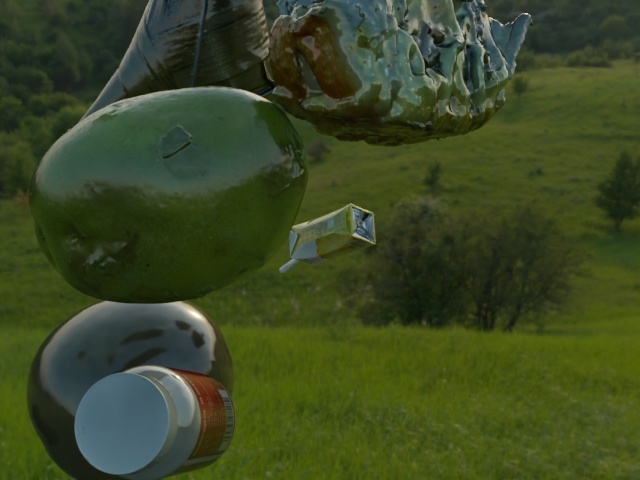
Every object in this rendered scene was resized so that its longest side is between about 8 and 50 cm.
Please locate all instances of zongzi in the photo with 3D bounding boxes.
[{"bbox_3d":[-0.222,-0.289,0.983,0.300,0.286,0.138,-15,29,-9],"label":"zongzi"}]

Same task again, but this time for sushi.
[{"bbox_3d":[0.077,-0.184,0.679,0.140,0.184,0.274,-1,1,42],"label":"sushi"}]

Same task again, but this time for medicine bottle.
[{"bbox_3d":[-0.191,0.219,0.877,0.131,0.131,0.250,6,-13,10],"label":"medicine bottle"}]

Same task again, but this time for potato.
[{"bbox_3d":[-0.134,-0.038,0.638,0.253,0.186,0.148,-28,-9,8],"label":"potato"}]

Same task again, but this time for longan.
[{"bbox_3d":[-0.329,0.260,1.295,0.361,0.360,0.361,2,22,-1],"label":"longan"}]

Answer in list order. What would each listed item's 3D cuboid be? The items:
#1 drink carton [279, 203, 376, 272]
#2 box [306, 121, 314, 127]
[{"bbox_3d":[0.000,0.000,1.271,0.200,0.074,0.084,-19,-25,38],"label":"drink carton"},{"bbox_3d":[0.059,-0.313,1.333,0.130,0.226,0.162,19,-25,-37],"label":"box"}]
